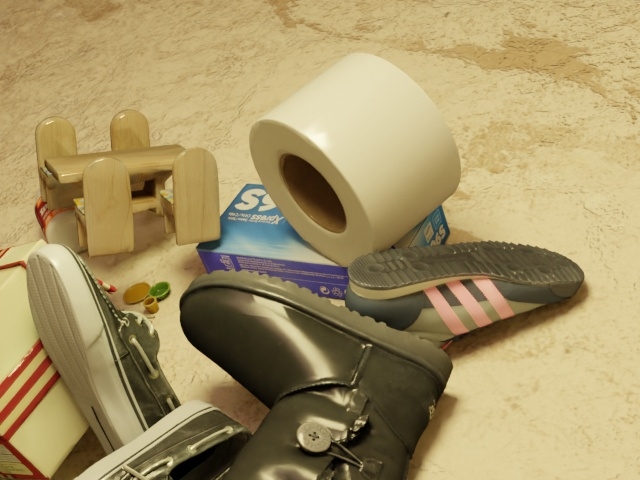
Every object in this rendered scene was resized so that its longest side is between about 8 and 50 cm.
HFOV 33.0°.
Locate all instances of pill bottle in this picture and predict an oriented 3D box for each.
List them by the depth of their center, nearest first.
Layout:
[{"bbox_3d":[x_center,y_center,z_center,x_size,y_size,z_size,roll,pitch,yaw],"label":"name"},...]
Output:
[{"bbox_3d":[-0.453,-0.044,1.893,0.086,0.086,0.152,-29,36,-11],"label":"pill bottle"}]

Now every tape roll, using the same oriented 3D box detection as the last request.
[{"bbox_3d":[0.045,-0.108,1.458,0.169,0.246,0.246,-40,40,-22],"label":"tape roll"}]

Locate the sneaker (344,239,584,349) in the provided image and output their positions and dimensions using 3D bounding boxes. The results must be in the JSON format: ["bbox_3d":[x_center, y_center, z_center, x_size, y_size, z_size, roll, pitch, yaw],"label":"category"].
[{"bbox_3d":[0.184,0.079,1.404,0.319,0.131,0.112,-2,28,-12],"label":"sneaker"}]

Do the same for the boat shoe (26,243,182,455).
[{"bbox_3d":[-0.263,0.140,1.366,0.121,0.335,0.119,9,35,46],"label":"boat shoe"}]

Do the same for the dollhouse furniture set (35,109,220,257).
[{"bbox_3d":[-0.393,-0.143,1.652,0.394,0.256,0.362,-9,19,-23],"label":"dollhouse furniture set"}]

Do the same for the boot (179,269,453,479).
[{"bbox_3d":[-0.086,0.257,1.222,0.367,0.146,0.445,15,50,18],"label":"boot"}]

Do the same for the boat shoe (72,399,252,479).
[{"bbox_3d":[-0.205,0.311,1.293,0.105,0.113,0.306,21,37,35],"label":"boat shoe"}]

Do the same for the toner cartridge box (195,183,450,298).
[{"bbox_3d":[0.000,0.000,1.614,0.348,0.075,0.165,5,45,32],"label":"toner cartridge box"}]

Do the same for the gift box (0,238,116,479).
[{"bbox_3d":[-0.410,0.167,1.473,0.255,0.276,0.258,-5,41,43],"label":"gift box"}]

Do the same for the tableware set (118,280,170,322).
[{"bbox_3d":[-0.313,0.096,1.695,0.154,0.024,0.104,0,41,27],"label":"tableware set"}]
